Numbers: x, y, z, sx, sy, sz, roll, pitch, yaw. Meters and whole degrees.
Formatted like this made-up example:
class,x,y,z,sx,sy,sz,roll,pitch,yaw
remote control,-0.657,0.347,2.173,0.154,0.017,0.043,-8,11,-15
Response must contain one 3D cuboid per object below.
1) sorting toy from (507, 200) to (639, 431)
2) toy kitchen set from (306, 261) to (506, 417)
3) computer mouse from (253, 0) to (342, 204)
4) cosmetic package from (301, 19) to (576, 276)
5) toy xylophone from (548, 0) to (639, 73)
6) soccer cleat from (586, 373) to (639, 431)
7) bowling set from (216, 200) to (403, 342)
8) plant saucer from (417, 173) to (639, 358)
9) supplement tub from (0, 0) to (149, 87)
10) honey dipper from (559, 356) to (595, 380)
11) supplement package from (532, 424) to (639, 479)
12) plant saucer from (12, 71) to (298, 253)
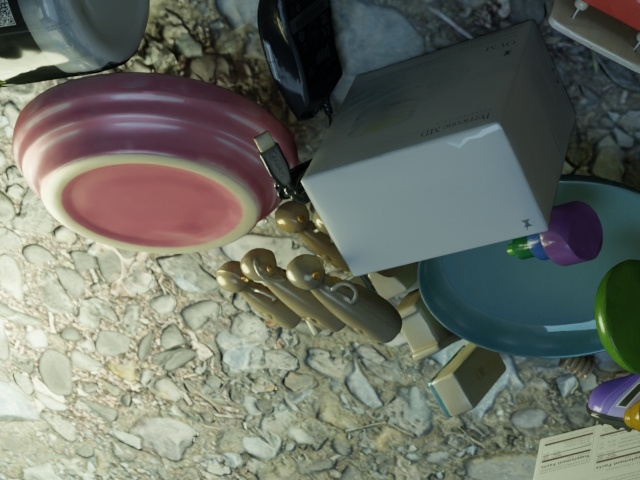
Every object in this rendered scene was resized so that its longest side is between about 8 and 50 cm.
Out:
class,x,y,z,sx,sy,sz,roll,pitch,yaw
sorting toy,0.328,0.111,1.422,0.126,0.127,0.365,-17,119,50
toy kitchen set,0.104,0.127,1.624,0.166,0.122,0.207,-27,94,34
computer mouse,-0.039,-0.170,1.380,0.060,0.184,0.262,6,129,32
cosmetic package,0.130,-0.098,1.341,0.224,0.224,0.138,-15,121,28
toy xylophone,0.315,-0.319,1.190,0.236,0.081,0.322,21,131,-1
soccer cleat,0.470,0.157,1.515,0.318,0.108,0.116,-9,104,27
bowling set,0.000,0.000,1.493,0.154,0.200,0.287,35,160,-27
plant saucer,0.271,0.028,1.466,0.318,0.043,0.317,2,138,2
supplement tub,-0.379,-0.269,1.399,0.338,0.207,0.207,-5,125,22
honey dipper,0.270,0.125,1.597,0.161,0.030,0.030,30,131,-1
supplement package,0.435,0.345,1.634,0.262,0.145,0.204,-21,117,32
plant saucer,-0.193,-0.073,1.475,0.332,0.084,0.332,1,153,0
